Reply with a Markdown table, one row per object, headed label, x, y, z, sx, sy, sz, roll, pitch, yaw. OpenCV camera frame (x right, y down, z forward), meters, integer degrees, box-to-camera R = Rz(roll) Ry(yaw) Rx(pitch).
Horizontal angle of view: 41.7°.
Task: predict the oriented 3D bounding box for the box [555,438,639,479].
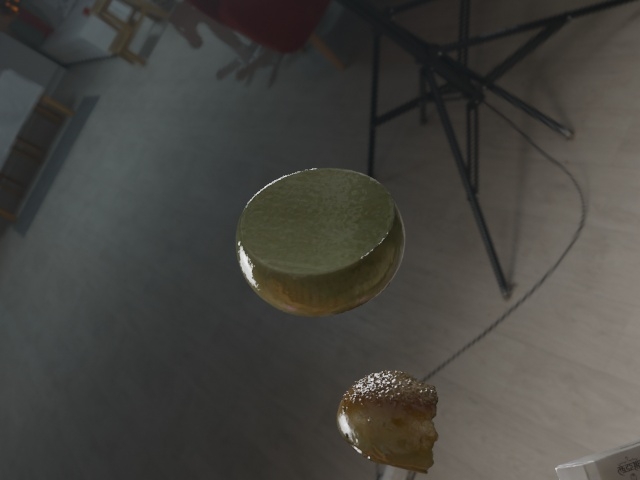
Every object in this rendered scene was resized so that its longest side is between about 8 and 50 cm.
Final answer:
| label | x | y | z | sx | sy | sz | roll | pitch | yaw |
| --- | --- | --- | --- | --- | --- | --- | --- | --- | --- |
| box | 0.569 | 0.457 | 1.481 | 0.111 | 0.260 | 0.194 | -40 | 61 | 59 |

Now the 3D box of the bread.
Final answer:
| label | x | y | z | sx | sy | sz | roll | pitch | yaw |
| --- | --- | --- | --- | --- | --- | --- | --- | --- | --- |
| bread | 0.131 | 0.349 | 1.699 | 0.314 | 0.192 | 0.171 | -29 | -52 | -86 |

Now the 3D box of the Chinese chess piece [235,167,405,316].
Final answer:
| label | x | y | z | sx | sy | sz | roll | pitch | yaw |
| --- | --- | --- | --- | --- | --- | --- | --- | --- | --- |
| Chinese chess piece | 0.000 | 0.000 | 1.242 | 0.250 | 0.101 | 0.250 | -7 | 42 | 6 |
